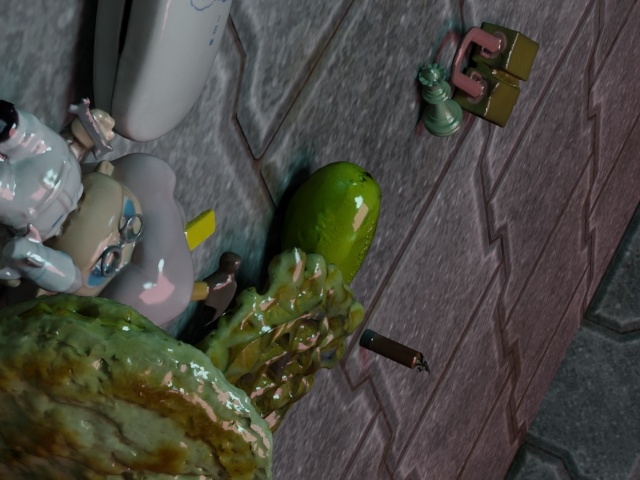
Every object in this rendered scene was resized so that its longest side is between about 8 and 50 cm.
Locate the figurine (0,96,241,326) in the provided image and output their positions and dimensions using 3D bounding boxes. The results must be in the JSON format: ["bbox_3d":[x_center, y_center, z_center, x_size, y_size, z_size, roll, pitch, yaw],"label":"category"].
[{"bbox_3d":[-0.139,0.000,0.851,0.229,0.112,0.137,50,56,-56],"label":"figurine"}]

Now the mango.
[{"bbox_3d":[0.000,0.000,1.294,0.091,0.074,0.165,-34,158,-47],"label":"mango"}]

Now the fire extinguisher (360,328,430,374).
[{"bbox_3d":[0.086,0.126,1.664,0.022,0.083,0.028,-55,160,-33],"label":"fire extinguisher"}]

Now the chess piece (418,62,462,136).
[{"bbox_3d":[0.117,-0.145,1.499,0.042,0.042,0.093,-59,154,-21],"label":"chess piece"}]

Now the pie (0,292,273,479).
[{"bbox_3d":[-0.140,0.105,0.816,0.248,0.201,0.090,-36,-153,45],"label":"pie"}]

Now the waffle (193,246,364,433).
[{"bbox_3d":[-0.051,0.113,1.242,0.223,0.054,0.204,-47,158,-4],"label":"waffle"}]

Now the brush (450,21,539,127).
[{"bbox_3d":[0.171,-0.185,1.586,0.103,0.047,0.233,-68,161,6],"label":"brush"}]

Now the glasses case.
[{"bbox_3d":[-0.083,-0.168,0.864,0.092,0.059,0.233,-32,141,-58],"label":"glasses case"}]
